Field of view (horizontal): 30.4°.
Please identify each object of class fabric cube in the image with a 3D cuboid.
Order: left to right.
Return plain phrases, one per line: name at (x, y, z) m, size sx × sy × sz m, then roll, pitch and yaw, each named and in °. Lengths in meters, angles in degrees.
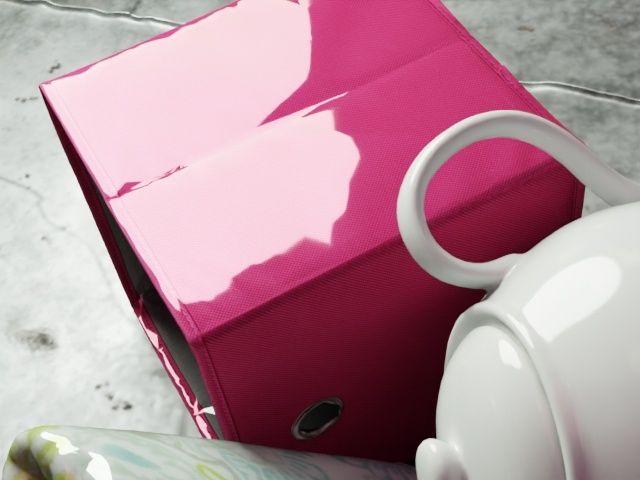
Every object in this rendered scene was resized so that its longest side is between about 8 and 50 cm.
fabric cube at (0.000, 0.000, 0.808) m, size 0.258 × 0.254 × 0.259 m, roll -26°, pitch 52°, yaw -13°

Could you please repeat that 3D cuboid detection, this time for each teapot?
teapot at (0.137, 0.095, 0.589) m, size 0.187 × 0.252 × 0.256 m, roll -5°, pitch 31°, yaw -14°

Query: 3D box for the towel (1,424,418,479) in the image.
towel at (0.036, 0.251, 0.576) m, size 0.090 × 0.321 × 0.374 m, roll -47°, pitch 51°, yaw 18°
